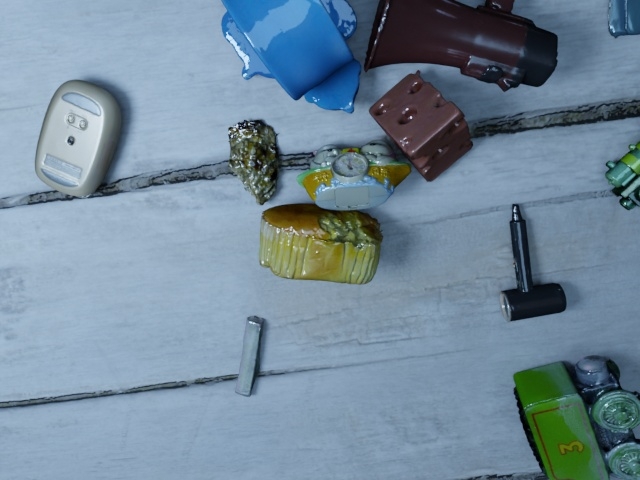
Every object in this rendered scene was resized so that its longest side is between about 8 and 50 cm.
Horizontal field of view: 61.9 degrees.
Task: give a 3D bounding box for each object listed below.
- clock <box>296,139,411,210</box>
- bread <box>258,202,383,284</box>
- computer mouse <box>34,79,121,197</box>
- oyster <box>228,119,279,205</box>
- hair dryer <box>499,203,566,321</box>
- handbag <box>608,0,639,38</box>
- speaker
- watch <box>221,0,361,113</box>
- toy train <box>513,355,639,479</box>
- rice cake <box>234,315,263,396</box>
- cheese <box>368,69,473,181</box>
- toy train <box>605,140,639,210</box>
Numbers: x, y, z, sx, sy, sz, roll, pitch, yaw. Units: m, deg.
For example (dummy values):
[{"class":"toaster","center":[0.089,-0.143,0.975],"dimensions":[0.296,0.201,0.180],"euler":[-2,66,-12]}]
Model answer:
[{"class":"clock","center":[0.067,-0.136,1.066],"dimensions":[0.231,0.144,0.103],"euler":[-3,143,1]},{"class":"bread","center":[0.000,0.000,1.078],"dimensions":[0.250,0.179,0.133],"euler":[10,108,2]},{"class":"computer mouse","center":[-0.490,-0.205,1.086],"dimensions":[0.145,0.082,0.237],"euler":[22,107,-5]},{"class":"oyster","center":[-0.138,-0.160,1.107],"dimensions":[0.105,0.056,0.177],"euler":[-2,102,-6]},{"class":"hair dryer","center":[0.449,0.045,1.145],"dimensions":[0.128,0.070,0.255],"euler":[-8,101,3]},{"class":"handbag","center":[0.619,-0.497,0.985],"dimensions":[0.144,0.057,0.221],"euler":[-6,106,-1]},{"class":"speaker","center":[0.255,-0.404,0.986],"dimensions":[0.329,0.259,0.198],"euler":[8,146,-7]},{"class":"watch","center":[-0.043,-0.345,0.933],"dimensions":[0.241,0.274,0.305],"euler":[-36,97,11]},{"class":"toy train","center":[0.585,0.413,1.192],"dimensions":[0.248,0.173,0.307],"euler":[-20,105,14]},{"class":"rice cake","center":[-0.166,0.273,1.240],"dimensions":[0.047,0.036,0.207],"euler":[13,107,11]},{"class":"cheese","center":[0.219,-0.201,1.036],"dimensions":[0.128,0.203,0.177],"euler":[-42,130,10]},{"class":"toy train","center":[0.667,-0.160,1.071],"dimensions":[0.132,0.083,0.200],"euler":[43,103,1]}]
